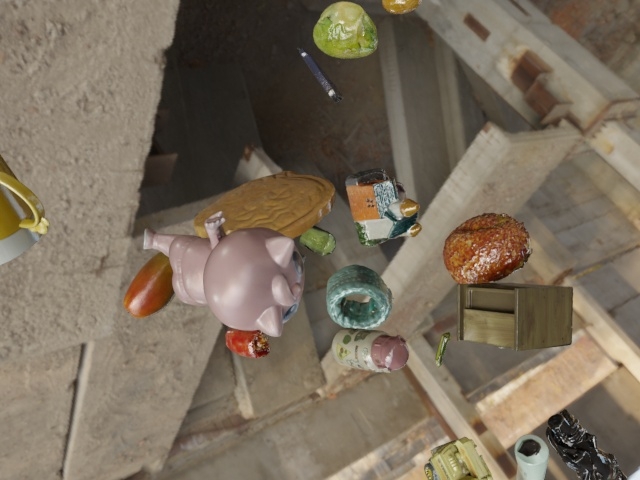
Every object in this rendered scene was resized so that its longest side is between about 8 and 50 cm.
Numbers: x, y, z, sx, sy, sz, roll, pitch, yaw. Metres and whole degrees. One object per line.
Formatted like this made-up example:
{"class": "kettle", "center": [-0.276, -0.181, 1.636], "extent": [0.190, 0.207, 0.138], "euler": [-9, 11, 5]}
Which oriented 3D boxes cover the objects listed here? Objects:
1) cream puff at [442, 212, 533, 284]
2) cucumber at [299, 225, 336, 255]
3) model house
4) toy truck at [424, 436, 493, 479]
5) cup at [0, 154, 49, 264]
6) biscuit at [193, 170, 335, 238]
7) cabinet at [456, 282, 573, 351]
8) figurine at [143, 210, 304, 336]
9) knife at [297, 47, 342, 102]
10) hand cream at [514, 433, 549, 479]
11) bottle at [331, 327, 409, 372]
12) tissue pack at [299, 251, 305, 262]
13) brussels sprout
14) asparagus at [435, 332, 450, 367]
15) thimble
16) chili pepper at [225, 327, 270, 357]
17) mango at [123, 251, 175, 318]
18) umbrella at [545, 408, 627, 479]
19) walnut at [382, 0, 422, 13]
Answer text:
{"class": "cream puff", "center": [0.435, 0.017, 1.555], "extent": [0.240, 0.164, 0.240], "euler": [-22, -171, 4]}
{"class": "cucumber", "center": [0.002, 0.002, 1.808], "extent": [0.062, 0.211, 0.078], "euler": [16, 93, -24]}
{"class": "model house", "center": [0.258, -0.117, 2.024], "extent": [0.190, 0.271, 0.301], "euler": [-20, -167, -32]}
{"class": "toy truck", "center": [0.346, 0.576, 1.311], "extent": [0.124, 0.272, 0.157], "euler": [-12, 148, -19]}
{"class": "cup", "center": [-0.615, -0.076, 1.077], "extent": [0.185, 0.241, 0.226], "euler": [-69, 154, -48]}
{"class": "biscuit", "center": [-0.159, -0.094, 1.686], "extent": [0.385, 0.365, 0.062], "euler": [-33, 125, -23]}
{"class": "cabinet", "center": [0.459, 0.179, 1.397], "extent": [0.215, 0.148, 0.175], "euler": [3, 178, -36]}
{"class": "figurine", "center": [-0.135, 0.043, 0.895], "extent": [0.287, 0.176, 0.186], "euler": [0, -176, 38]}
{"class": "knife", "center": [-0.002, -0.289, 1.018], "extent": [0.018, 0.121, 0.031], "euler": [-36, 172, 23]}
{"class": "hand cream", "center": [0.472, 0.537, 1.342], "extent": [0.067, 0.109, 0.321], "euler": [-15, 136, 1]}
{"class": "bottle", "center": [0.146, 0.313, 1.673], "extent": [0.120, 0.120, 0.253], "euler": [-19, -173, -32]}
{"class": "tissue pack", "center": [-0.110, 0.094, 1.380], "extent": [0.103, 0.170, 0.090], "euler": [36, 144, -29]}
{"class": "brussels sprout", "center": [0.084, -0.644, 1.831], "extent": [0.223, 0.223, 0.161], "euler": [16, 99, -59]}
{"class": "asparagus", "center": [0.348, 0.314, 1.684], "extent": [0.021, 0.025, 0.108], "euler": [13, 97, -18]}
{"class": "thimble", "center": [0.136, 0.198, 2.008], "extent": [0.235, 0.143, 0.198], "euler": [7, 121, -3]}
{"class": "chili pepper", "center": [-0.183, 0.249, 1.449], "extent": [0.073, 0.123, 0.070], "euler": [42, 64, -33]}
{"class": "mango", "center": [-0.540, 0.130, 1.966], "extent": [0.146, 0.129, 0.289], "euler": [37, 68, -26]}
{"class": "umbrella", "center": [0.601, 0.489, 1.347], "extent": [0.110, 0.272, 0.122], "euler": [-13, -142, 46]}
{"class": "walnut", "center": [0.225, -0.648, 1.610], "extent": [0.091, 0.121, 0.052], "euler": [-22, 112, -61]}
